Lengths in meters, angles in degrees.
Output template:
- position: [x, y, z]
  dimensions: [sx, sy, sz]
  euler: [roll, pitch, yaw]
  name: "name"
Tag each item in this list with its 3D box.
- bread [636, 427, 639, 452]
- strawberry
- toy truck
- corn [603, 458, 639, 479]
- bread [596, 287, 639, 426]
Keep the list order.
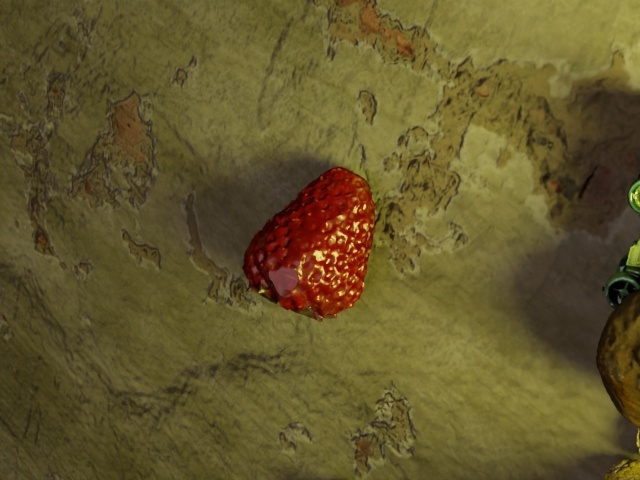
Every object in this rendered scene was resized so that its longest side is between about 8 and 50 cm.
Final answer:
- position: [0.466, 0.260, 1.147]
  dimensions: [0.105, 0.053, 0.072]
  euler: [3, 105, 34]
  name: "bread"
- position: [0.000, 0.000, 1.425]
  dimensions: [0.205, 0.205, 0.245]
  euler: [30, 96, 32]
  name: "strawberry"
- position: [0.436, -0.023, 1.069]
  dimensions: [0.135, 0.128, 0.260]
  euler: [20, 112, 21]
  name: "toy truck"
- position: [0.452, 0.385, 1.177]
  dimensions: [0.072, 0.072, 0.203]
  euler: [-39, 76, 39]
  name: "corn"
- position: [0.440, 0.140, 1.034]
  dimensions: [0.123, 0.229, 0.230]
  euler: [-101, 31, -55]
  name: "bread"
